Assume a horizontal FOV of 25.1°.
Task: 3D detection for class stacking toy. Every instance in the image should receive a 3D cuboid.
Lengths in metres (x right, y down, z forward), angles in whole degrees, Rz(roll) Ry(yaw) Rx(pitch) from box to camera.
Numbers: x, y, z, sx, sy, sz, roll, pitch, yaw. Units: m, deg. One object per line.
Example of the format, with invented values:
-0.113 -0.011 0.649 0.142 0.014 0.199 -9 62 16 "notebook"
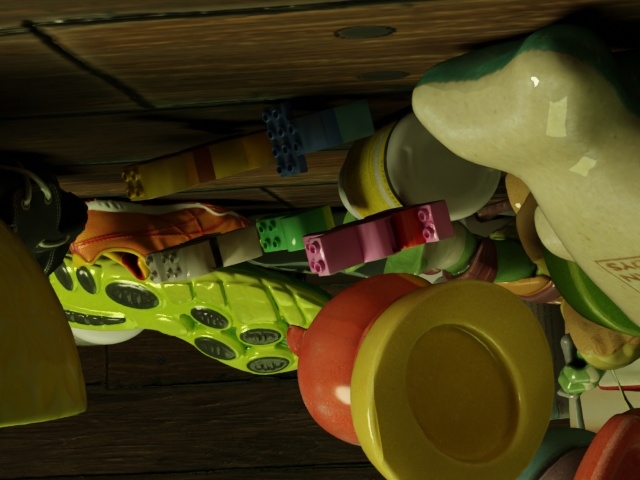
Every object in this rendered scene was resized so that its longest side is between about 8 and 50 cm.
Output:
0.148 0.081 0.864 0.309 0.279 0.130 48 160 -25 "stacking toy"

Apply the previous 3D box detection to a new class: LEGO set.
-0.046 -0.022 0.777 0.093 0.087 0.227 -19 -174 -36 "LEGO set"

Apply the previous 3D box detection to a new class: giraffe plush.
0.244 0.005 0.965 0.170 0.210 0.181 -28 -158 14 "giraffe plush"

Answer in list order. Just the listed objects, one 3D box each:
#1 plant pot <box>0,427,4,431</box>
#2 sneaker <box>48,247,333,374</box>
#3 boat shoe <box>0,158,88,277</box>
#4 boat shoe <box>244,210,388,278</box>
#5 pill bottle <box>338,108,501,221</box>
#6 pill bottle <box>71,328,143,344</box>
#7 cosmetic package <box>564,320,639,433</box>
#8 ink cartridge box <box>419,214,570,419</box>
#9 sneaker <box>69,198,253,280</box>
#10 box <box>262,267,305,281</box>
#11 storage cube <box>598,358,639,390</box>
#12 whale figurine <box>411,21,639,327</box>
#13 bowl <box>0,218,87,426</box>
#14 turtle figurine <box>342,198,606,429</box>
-0.391 0.143 1.391 0.215 0.215 0.230 -6 -173 42 "plant pot"
-0.114 0.032 1.290 0.295 0.109 0.123 13 -139 9 "sneaker"
-0.205 -0.025 0.898 0.079 0.084 0.233 -41 168 -2 "boat shoe"
0.000 0.000 1.379 0.183 0.065 0.083 5 178 -18 "boat shoe"
0.050 -0.038 0.806 0.065 0.065 0.116 -1 175 -18 "pill bottle"
-0.232 0.049 1.468 0.117 0.117 0.215 -1 176 -23 "pill bottle"
0.350 0.114 1.509 0.129 0.296 0.153 -1 175 -39 "cosmetic package"
0.208 0.090 1.601 0.131 0.226 0.306 -8 172 43 "ink cartridge box"
-0.135 0.000 1.211 0.175 0.067 0.064 -2 175 -34 "sneaker"
-0.082 0.030 1.476 0.136 0.036 0.225 2 -169 1 "box"
0.389 0.053 1.336 0.193 0.215 0.184 6 172 -29 "storage cube"
0.177 -0.039 0.647 0.272 0.141 0.216 26 163 -24 "whale figurine"
-0.262 0.016 0.697 0.289 0.156 0.289 -3 176 0 "bowl"
0.143 0.069 1.212 0.266 0.198 0.274 18 124 -27 "turtle figurine"
